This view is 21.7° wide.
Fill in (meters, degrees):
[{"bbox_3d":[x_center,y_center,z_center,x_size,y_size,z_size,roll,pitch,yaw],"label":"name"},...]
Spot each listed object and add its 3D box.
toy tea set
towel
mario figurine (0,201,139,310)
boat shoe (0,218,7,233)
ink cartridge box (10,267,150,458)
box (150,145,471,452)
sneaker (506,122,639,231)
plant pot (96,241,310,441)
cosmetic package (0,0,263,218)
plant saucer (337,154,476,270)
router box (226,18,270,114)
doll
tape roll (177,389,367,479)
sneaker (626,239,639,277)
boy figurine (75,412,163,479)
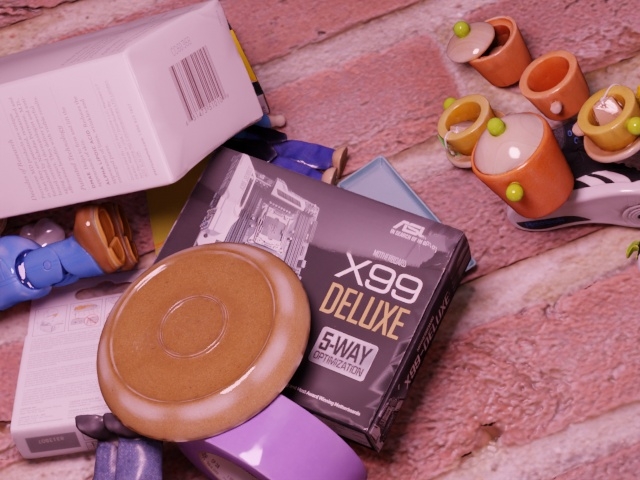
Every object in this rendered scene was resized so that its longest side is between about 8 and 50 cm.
[{"bbox_3d":[0.213,-0.162,1.875,0.200,0.124,0.336,-43,36,-2],"label":"toy tea set"},{"bbox_3d":[-0.148,-0.026,1.948,0.102,0.021,0.237,-19,44,4],"label":"towel"},{"bbox_3d":[-0.384,0.020,1.899,0.320,0.198,0.170,-21,54,6],"label":"mario figurine"},{"bbox_3d":[-0.463,-0.006,2.011,0.170,0.059,0.063,-25,58,-4],"label":"boat shoe"},{"bbox_3d":[-0.245,0.137,1.903,0.189,0.066,0.232,-9,38,6],"label":"ink cartridge box"},{"bbox_3d":[-0.025,0.057,1.784,0.307,0.076,0.242,21,72,21],"label":"box"},{"bbox_3d":[0.318,-0.082,1.881,0.216,0.079,0.121,-3,59,18],"label":"sneaker"},{"bbox_3d":[-0.126,0.094,1.702,0.236,0.032,0.236,-11,53,15],"label":"plant pot"},{"bbox_3d":[-0.292,-0.136,1.881,0.385,0.156,0.217,-11,18,32],"label":"cosmetic package"},{"bbox_3d":[0.099,-0.017,1.930,0.067,0.018,0.192,-34,59,-9],"label":"plant saucer"},{"bbox_3d":[-0.170,-0.181,2.063,0.179,0.046,0.133,-24,58,-3],"label":"router box"},{"bbox_3d":[-0.065,-0.110,1.986,0.189,0.046,0.129,17,48,10],"label":"doll"},{"bbox_3d":[-0.051,0.225,1.718,0.189,0.189,0.080,26,68,23],"label":"tape roll"},{"bbox_3d":[0.451,0.001,1.811,0.234,0.084,0.097,-10,56,5],"label":"sneaker"},{"bbox_3d":[-0.222,0.325,1.730,0.177,0.092,0.285,-5,73,44],"label":"boy figurine"}]
